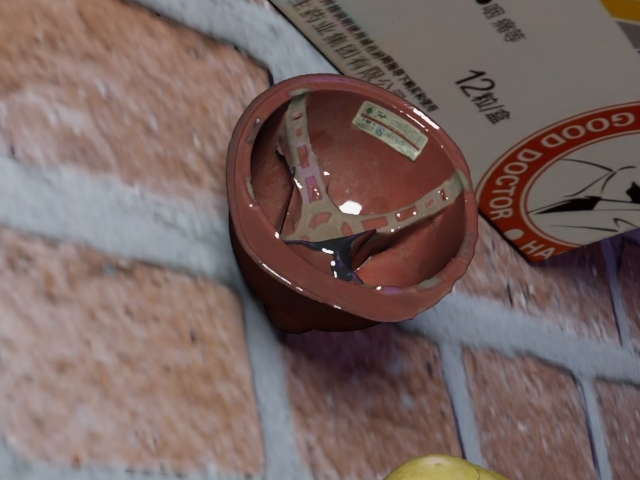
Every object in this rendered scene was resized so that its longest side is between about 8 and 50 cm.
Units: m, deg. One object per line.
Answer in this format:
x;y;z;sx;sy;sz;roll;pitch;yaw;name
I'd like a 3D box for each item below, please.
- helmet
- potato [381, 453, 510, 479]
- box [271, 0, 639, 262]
0.000;0.000;0.655;0.089;0.057;0.111;31;42;-5;helmet
0.049;0.157;0.639;0.107;0.080;0.170;48;31;-65;potato
0.107;-0.114;0.763;0.353;0.214;0.069;39;40;-52;box
